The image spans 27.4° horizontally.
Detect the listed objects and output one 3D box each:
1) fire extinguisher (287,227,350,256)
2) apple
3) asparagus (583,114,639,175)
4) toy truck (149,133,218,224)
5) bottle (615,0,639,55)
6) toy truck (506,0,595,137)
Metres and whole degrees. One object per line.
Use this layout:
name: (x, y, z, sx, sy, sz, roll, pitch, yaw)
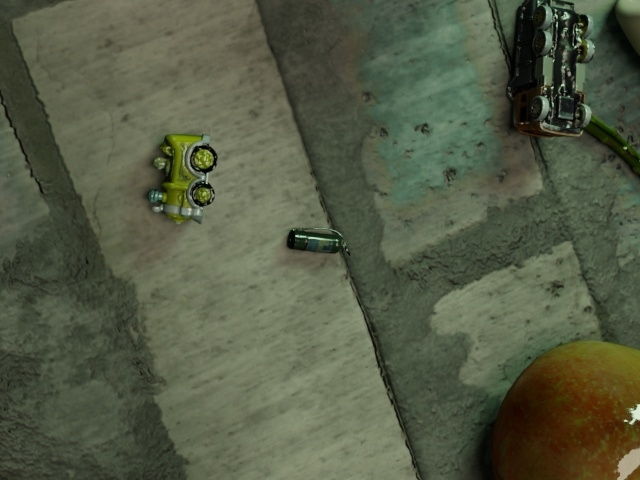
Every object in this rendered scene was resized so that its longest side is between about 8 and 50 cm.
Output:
fire extinguisher: (0.000, 0.000, 1.674, 0.083, 0.025, 0.038, 7, 68, -25)
apple: (0.391, 0.297, 1.743, 0.319, 0.277, 0.319, -3, 97, -23)
asparagus: (0.420, -0.129, 1.855, 0.236, 0.027, 0.034, 37, 84, -23)
toy truck: (-0.164, -0.074, 1.570, 0.077, 0.076, 0.111, 6, 94, -8)
bottle: (0.525, -0.265, 1.831, 0.147, 0.147, 0.236, -44, 115, -15)
toy truck: (0.308, -0.232, 1.762, 0.083, 0.092, 0.192, 6, 84, -26)
